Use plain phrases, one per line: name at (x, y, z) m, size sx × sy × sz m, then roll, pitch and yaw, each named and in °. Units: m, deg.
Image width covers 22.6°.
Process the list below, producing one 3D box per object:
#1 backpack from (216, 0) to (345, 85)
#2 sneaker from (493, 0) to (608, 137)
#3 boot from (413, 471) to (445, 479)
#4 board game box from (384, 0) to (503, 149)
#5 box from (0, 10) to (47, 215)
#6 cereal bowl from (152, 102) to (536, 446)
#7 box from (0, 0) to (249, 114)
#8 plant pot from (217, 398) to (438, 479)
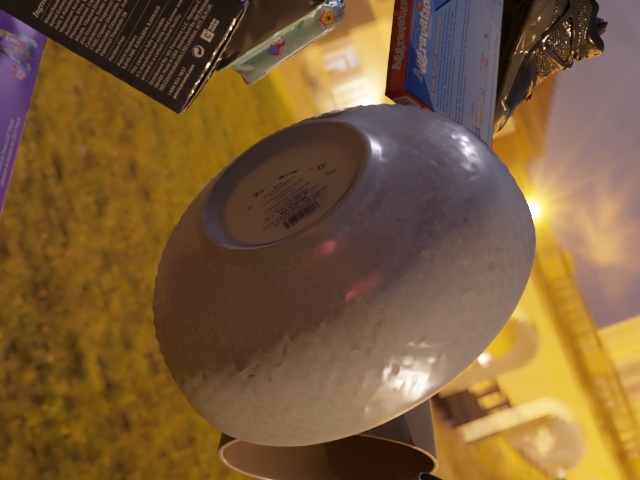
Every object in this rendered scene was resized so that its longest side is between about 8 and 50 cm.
backpack at (-0.065, -0.270, 1.726) m, size 0.144 × 0.166 × 0.188 m, roll 47°, pitch 16°, yaw -31°
sneaker at (0.244, -0.200, 1.801) m, size 0.227 × 0.130 × 0.087 m, roll -68°, pitch -149°, yaw 31°
boot at (0.123, 0.379, 1.753) m, size 0.189 × 0.208 × 0.076 m, roll 37°, pitch 12°, yaw -8°
board game box at (0.125, -0.233, 1.540) m, size 0.145 × 0.027 × 0.281 m, roll 33°, pitch 56°, yaw -44°
box at (-0.337, -0.067, 1.430) m, size 0.057 × 0.201 × 0.293 m, roll 33°, pitch 34°, yaw -24°
cereal bowl at (0.000, 0.000, 1.349) m, size 0.141 × 0.339 × 0.339 m, roll 58°, pitch 8°, yaw -35°
box at (-0.162, -0.215, 1.272) m, size 0.207 × 0.108 × 0.153 m, roll 30°, pitch 22°, yaw -10°
plant pot at (0.015, 0.132, 1.910) m, size 0.256 × 0.256 × 0.274 m, roll 69°, pitch 22°, yaw -65°
